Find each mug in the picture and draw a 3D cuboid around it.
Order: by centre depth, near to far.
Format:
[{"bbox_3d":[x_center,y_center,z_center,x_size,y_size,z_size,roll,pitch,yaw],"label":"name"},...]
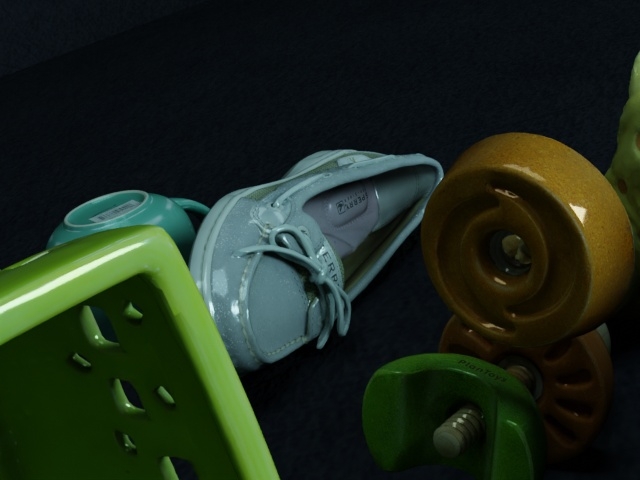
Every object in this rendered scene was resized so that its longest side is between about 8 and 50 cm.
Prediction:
[{"bbox_3d":[-0.165,0.010,0.969,0.129,0.097,0.157,-10,23,14],"label":"mug"}]

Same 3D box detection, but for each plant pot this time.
[{"bbox_3d":[-0.167,0.135,0.515,0.227,0.228,0.207,-32,19,-34],"label":"plant pot"}]

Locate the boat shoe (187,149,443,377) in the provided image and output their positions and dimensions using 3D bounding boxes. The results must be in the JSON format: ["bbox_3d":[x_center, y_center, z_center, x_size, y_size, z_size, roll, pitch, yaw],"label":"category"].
[{"bbox_3d":[0.001,0.002,0.861,0.103,0.118,0.320,-9,16,28],"label":"boat shoe"}]

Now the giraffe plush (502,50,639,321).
[{"bbox_3d":[0.207,-0.004,0.708,0.170,0.210,0.181,-42,24,30],"label":"giraffe plush"}]

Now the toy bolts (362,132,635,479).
[{"bbox_3d":[0.163,0.048,0.557,0.228,0.218,0.158,23,34,31],"label":"toy bolts"}]
